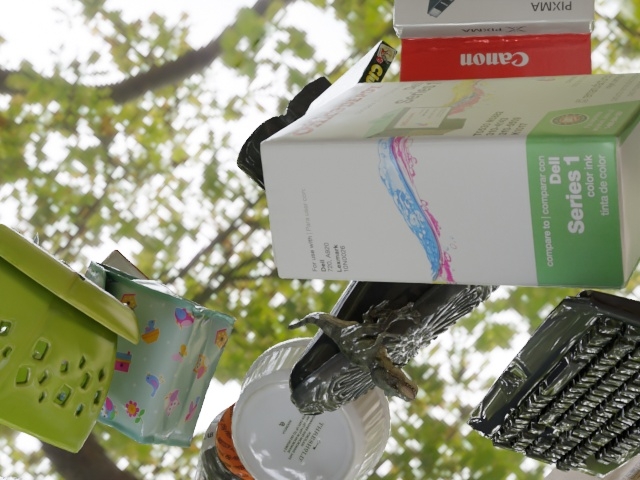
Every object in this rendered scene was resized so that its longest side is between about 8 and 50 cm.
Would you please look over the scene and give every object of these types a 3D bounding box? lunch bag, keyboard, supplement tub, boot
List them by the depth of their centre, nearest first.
[{"bbox_3d":[0.216,0.114,0.770,0.201,0.033,0.317,13,158,2],"label":"keyboard"},{"bbox_3d":[-0.292,0.163,1.774,0.262,0.223,0.160,20,179,29],"label":"lunch bag"},{"bbox_3d":[0.002,-0.001,1.811,0.445,0.367,0.146,51,169,25],"label":"boot"},{"bbox_3d":[-0.136,0.441,2.291,0.207,0.338,0.207,5,-123,-8],"label":"supplement tub"}]

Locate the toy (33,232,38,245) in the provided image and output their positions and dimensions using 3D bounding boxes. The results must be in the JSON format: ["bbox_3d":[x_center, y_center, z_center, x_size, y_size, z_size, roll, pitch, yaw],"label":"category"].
[{"bbox_3d":[-0.515,0.073,1.978,0.056,0.137,0.237,20,-170,-21],"label":"toy"}]

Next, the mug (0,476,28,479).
[{"bbox_3d":[-0.409,0.493,1.797,0.374,0.276,0.328,-15,-154,-38],"label":"mug"}]

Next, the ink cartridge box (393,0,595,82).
[{"bbox_3d":[0.258,-0.319,1.766,0.066,0.296,0.261,37,-126,-75],"label":"ink cartridge box"}]

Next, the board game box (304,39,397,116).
[{"bbox_3d":[0.011,-0.155,1.516,0.030,0.136,0.260,30,162,-12],"label":"board game box"}]

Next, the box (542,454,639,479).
[{"bbox_3d":[0.351,0.331,1.571,0.021,0.201,0.164,49,169,-15],"label":"box"}]

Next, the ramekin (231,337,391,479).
[{"bbox_3d":[-0.026,0.309,1.983,0.273,0.273,0.127,43,-158,3],"label":"ramekin"}]

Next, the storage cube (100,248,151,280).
[{"bbox_3d":[-0.378,0.164,2.196,0.215,0.183,0.193,43,160,9],"label":"storage cube"}]

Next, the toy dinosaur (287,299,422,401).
[{"bbox_3d":[0.065,0.126,1.606,0.268,0.118,0.064,29,148,53],"label":"toy dinosaur"}]

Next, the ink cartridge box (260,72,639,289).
[{"bbox_3d":[0.120,-0.053,0.936,0.201,0.278,0.117,-39,-54,-57],"label":"ink cartridge box"}]

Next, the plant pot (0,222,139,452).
[{"bbox_3d":[-0.389,0.118,1.555,0.228,0.207,0.227,30,171,31],"label":"plant pot"}]
